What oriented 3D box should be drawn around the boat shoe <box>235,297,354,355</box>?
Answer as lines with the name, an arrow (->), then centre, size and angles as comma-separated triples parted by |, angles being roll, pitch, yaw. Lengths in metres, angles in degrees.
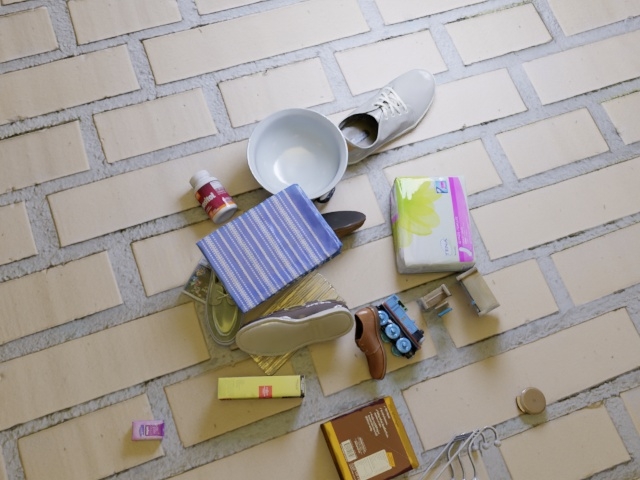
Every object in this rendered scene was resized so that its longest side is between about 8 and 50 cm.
boat shoe -> -0.074, 0.233, 1.678 | 0.324, 0.096, 0.116 | -12, 114, -6

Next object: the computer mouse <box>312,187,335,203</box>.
computer mouse -> -0.042, -0.096, 1.843 | 0.242, 0.041, 0.071 | -40, 63, -20

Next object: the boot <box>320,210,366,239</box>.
boot -> 0.000, 0.000, 1.789 | 0.305, 0.112, 0.115 | -22, 118, -16

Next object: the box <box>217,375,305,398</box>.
box -> -0.159, 0.400, 1.643 | 0.232, 0.087, 0.058 | 0, 72, -6

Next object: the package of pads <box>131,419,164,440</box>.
package of pads -> -0.459, 0.505, 1.611 | 0.083, 0.032, 0.050 | -1, 75, -5

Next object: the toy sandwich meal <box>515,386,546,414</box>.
toy sandwich meal -> 0.598, 0.458, 1.721 | 0.086, 0.029, 0.085 | 3, 69, -8

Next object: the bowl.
bowl -> -0.071, -0.238, 1.827 | 0.298, 0.134, 0.297 | 1, 74, -3

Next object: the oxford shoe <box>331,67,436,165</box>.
oxford shoe -> 0.208, -0.404, 1.912 | 0.449, 0.130, 0.169 | -40, 78, -17

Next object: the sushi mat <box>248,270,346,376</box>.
sushi mat -> -0.082, 0.228, 1.740 | 0.151, 0.019, 0.316 | 44, 74, 10

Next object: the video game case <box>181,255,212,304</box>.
video game case -> -0.275, 0.119, 1.757 | 0.190, 0.022, 0.173 | 27, 72, 3

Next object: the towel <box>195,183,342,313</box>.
towel -> -0.136, 0.016, 1.665 | 0.336, 0.040, 0.243 | -33, 82, -13

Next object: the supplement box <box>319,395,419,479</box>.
supplement box -> 0.125, 0.538, 1.600 | 0.194, 0.129, 0.191 | -19, 75, -11

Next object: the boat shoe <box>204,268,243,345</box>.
boat shoe -> -0.271, 0.139, 1.689 | 0.109, 0.094, 0.302 | -2, 73, -6

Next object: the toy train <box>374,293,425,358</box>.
toy train -> 0.221, 0.247, 1.731 | 0.105, 0.080, 0.184 | -36, 78, -20

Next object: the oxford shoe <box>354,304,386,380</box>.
oxford shoe -> 0.130, 0.291, 1.685 | 0.076, 0.076, 0.212 | -14, 94, -33

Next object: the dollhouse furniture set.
dollhouse furniture set -> 0.406, 0.178, 1.760 | 0.184, 0.129, 0.129 | -32, 77, 11

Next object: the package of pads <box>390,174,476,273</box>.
package of pads -> 0.330, -0.049, 1.821 | 0.229, 0.101, 0.296 | -2, 72, -6

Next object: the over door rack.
over door rack -> 0.304, 0.605, 1.539 | 0.324, 0.239, 0.108 | -32, 72, -14

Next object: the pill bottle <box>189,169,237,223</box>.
pill bottle -> -0.321, -0.132, 1.800 | 0.086, 0.086, 0.152 | -34, 77, -14
